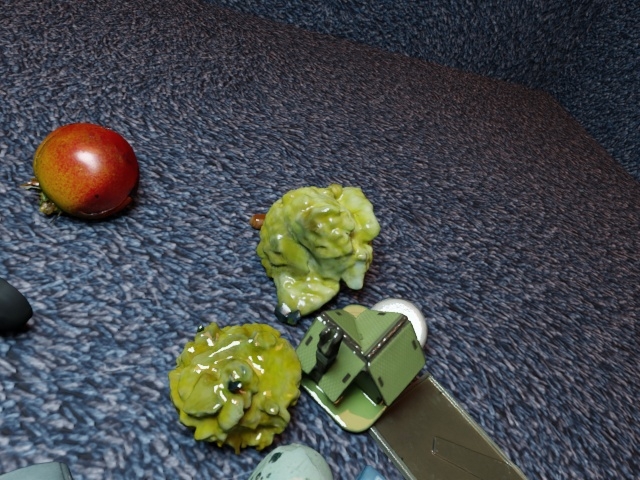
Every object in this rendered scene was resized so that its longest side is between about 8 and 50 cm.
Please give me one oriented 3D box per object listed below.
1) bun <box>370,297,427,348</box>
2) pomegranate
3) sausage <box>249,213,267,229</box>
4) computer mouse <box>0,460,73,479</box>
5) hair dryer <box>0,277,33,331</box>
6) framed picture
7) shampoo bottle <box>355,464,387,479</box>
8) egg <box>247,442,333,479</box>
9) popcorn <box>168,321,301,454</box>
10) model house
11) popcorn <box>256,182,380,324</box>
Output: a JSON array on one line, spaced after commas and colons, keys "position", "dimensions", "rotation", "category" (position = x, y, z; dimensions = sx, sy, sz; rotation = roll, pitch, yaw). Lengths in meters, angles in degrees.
[{"position": [0.165, 0.199, 1.000], "dimensions": [0.138, 0.094, 0.138], "rotation": [-5, 64, 11], "category": "bun"}, {"position": [-0.513, -0.144, 0.996], "dimensions": [0.235, 0.210, 0.210], "rotation": [-33, 59, -8], "category": "pomegranate"}, {"position": [-0.117, -0.047, 1.181], "dimensions": [0.131, 0.039, 0.041], "rotation": [0, 52, -22], "category": "sausage"}, {"position": [-0.342, 0.418, 0.524], "dimensions": [0.188, 0.121, 0.371], "rotation": [-17, 50, -37], "category": "computer mouse"}, {"position": [-0.664, 0.138, 0.664], "dimensions": [0.284, 0.155, 0.320], "rotation": [35, 50, -1], "category": "hair dryer"}, {"position": [0.243, 0.406, 0.864], "dimensions": [0.213, 0.016, 0.289], "rotation": [-21, 56, -39], "category": "framed picture"}, {"position": [0.150, 0.476, 0.712], "dimensions": [0.259, 0.061, 0.104], "rotation": [36, 42, 16], "category": "shampoo bottle"}, {"position": [-0.056, 0.379, 0.676], "dimensions": [0.164, 0.131, 0.131], "rotation": [-21, 56, -35], "category": "egg"}, {"position": [-0.136, 0.236, 0.757], "dimensions": [0.218, 0.169, 0.189], "rotation": [-8, 49, -9], "category": "popcorn"}, {"position": [0.076, 0.175, 0.805], "dimensions": [0.205, 0.278, 0.218], "rotation": [39, 62, 21], "category": "model house"}, {"position": [0.004, -0.002, 1.031], "dimensions": [0.293, 0.292, 0.237], "rotation": [39, 25, 19], "category": "popcorn"}]
